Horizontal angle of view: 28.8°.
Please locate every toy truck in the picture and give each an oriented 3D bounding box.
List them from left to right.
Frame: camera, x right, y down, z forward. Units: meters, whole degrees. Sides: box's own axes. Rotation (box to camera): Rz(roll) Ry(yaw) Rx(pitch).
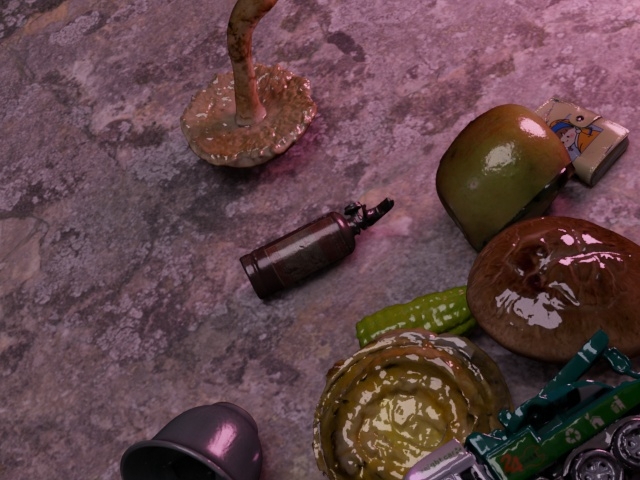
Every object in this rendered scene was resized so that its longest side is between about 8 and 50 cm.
[{"bbox_3d":[0.260,0.275,1.503,0.363,0.176,0.178,-34,68,-12],"label":"toy truck"}]

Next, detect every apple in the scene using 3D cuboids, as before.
[{"bbox_3d":[0.264,-0.096,1.843,0.188,0.174,0.207,-33,33,-8],"label":"apple"}]

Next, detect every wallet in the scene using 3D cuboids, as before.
[{"bbox_3d":[0.385,-0.157,1.916,0.155,0.039,0.110,33,72,37],"label":"wallet"}]

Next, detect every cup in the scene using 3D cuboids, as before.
[{"bbox_3d":[-0.153,0.299,1.709,0.199,0.199,0.150,5,38,26],"label":"cup"}]

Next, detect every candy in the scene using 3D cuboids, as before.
[{"bbox_3d":[0.150,0.120,1.764,0.209,0.097,0.097,-24,49,0],"label":"candy"}]

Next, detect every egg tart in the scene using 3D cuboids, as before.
[{"bbox_3d":[0.119,0.242,1.639,0.278,0.095,0.279,-4,70,11],"label":"egg tart"}]

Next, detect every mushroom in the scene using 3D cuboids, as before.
[{"bbox_3d":[-0.137,-0.279,2.078,0.233,0.302,0.208,-17,15,-8],"label":"mushroom"},{"bbox_3d":[0.333,0.067,1.687,0.278,0.146,0.278,2,40,-2],"label":"mushroom"}]

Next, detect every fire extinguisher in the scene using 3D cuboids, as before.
[{"bbox_3d":[0.003,0.007,1.909,0.252,0.075,0.106,-26,9,1],"label":"fire extinguisher"}]
